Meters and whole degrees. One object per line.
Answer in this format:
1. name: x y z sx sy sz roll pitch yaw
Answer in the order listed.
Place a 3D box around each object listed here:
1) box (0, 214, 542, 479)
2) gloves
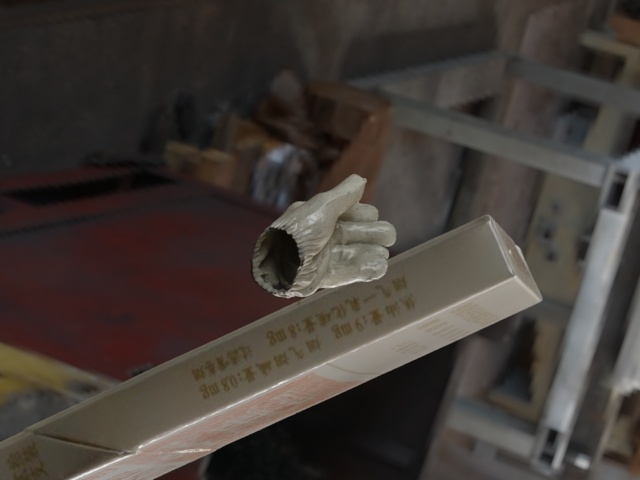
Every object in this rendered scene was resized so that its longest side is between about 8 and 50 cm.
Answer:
1. box: -0.029 0.089 1.152 0.051 0.365 0.204 67 9 10
2. gloves: -0.001 -0.001 0.625 0.081 0.037 0.044 -5 117 -46
